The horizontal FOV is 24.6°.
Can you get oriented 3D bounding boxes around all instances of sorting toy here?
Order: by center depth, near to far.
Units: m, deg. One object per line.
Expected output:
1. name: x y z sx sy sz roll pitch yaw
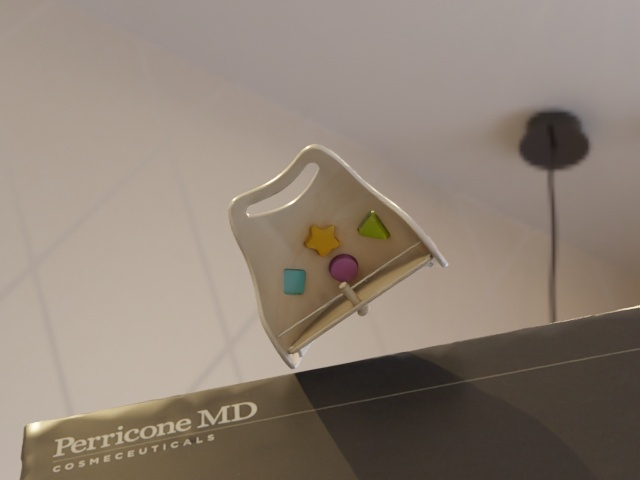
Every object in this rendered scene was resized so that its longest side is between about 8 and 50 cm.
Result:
1. sorting toy: 0.000 0.000 0.647 0.083 0.045 0.075 -34 -77 8

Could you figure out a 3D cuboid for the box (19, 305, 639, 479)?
1. box: 0.058 0.199 0.556 0.343 0.312 0.179 -11 -58 3
